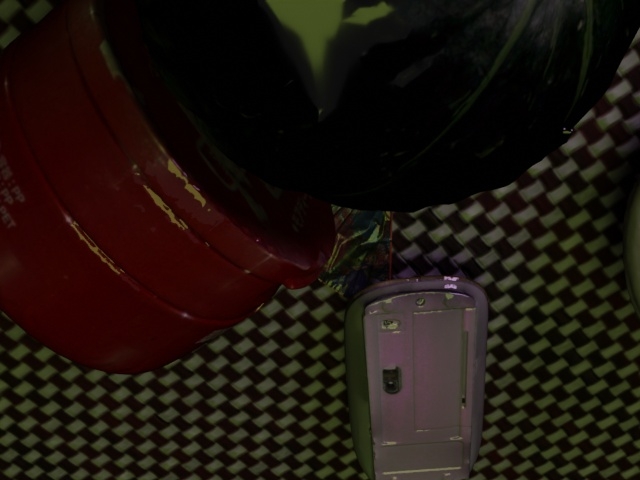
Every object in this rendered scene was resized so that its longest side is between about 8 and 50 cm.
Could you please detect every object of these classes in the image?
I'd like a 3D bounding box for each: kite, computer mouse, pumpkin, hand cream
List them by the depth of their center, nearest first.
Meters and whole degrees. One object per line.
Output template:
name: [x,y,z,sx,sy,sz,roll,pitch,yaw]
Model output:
pumpkin: [0.024,-0.162,0.435,0.295,0.296,0.296,-1,122,-1]
hand cream: [-0.110,-0.041,0.508,0.149,0.230,0.230,-31,118,17]
kite: [0.000,0.000,0.660,0.232,0.009,0.189,36,115,-21]
computer mouse: [0.086,0.126,0.714,0.125,0.056,0.245,-6,123,0]

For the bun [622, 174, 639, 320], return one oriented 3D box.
bun: [0.368,-0.006,0.583,0.263,0.175,0.263,17,118,35]
